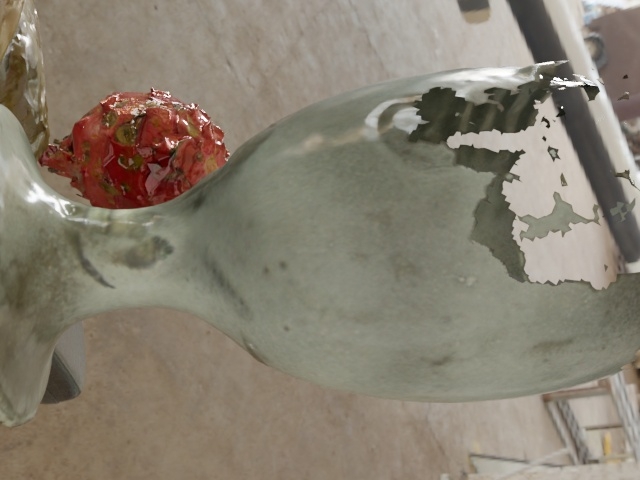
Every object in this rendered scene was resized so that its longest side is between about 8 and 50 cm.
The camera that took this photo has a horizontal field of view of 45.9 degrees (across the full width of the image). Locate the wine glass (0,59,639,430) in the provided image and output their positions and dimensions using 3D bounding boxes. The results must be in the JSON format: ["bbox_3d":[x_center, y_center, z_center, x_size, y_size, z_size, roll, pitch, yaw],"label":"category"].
[{"bbox_3d":[-0.003,0.002,0.411,0.190,0.357,0.190,176,-90,-84],"label":"wine glass"}]

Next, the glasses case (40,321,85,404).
[{"bbox_3d":[-0.355,0.076,0.894,0.323,0.074,0.131,85,-4,-54],"label":"glasses case"}]

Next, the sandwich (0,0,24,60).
[{"bbox_3d":[-0.271,-0.223,0.419,0.087,0.251,0.226,167,-56,-87],"label":"sandwich"}]

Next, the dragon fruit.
[{"bbox_3d":[-0.262,-0.117,1.080,0.210,0.268,0.205,-82,171,-45],"label":"dragon fruit"}]

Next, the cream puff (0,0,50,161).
[{"bbox_3d":[-0.350,-0.167,0.733,0.244,0.196,0.244,12,90,-83],"label":"cream puff"}]
